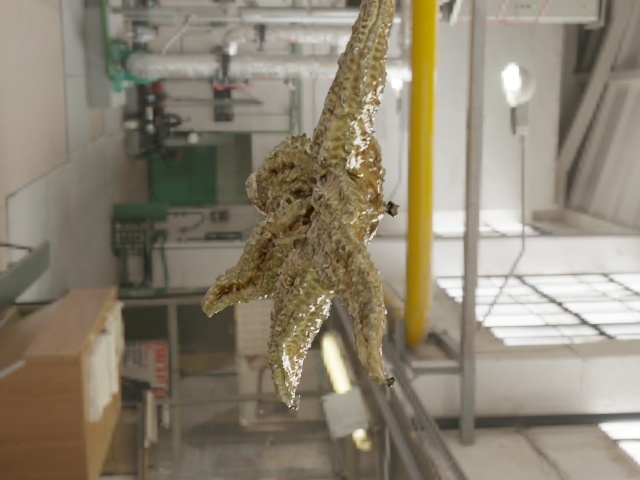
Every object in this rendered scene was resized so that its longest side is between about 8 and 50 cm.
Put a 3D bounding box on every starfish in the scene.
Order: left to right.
[{"bbox_3d":[-0.005,0.007,0.655,0.293,0.084,0.302,131,-37,-53],"label":"starfish"}]
